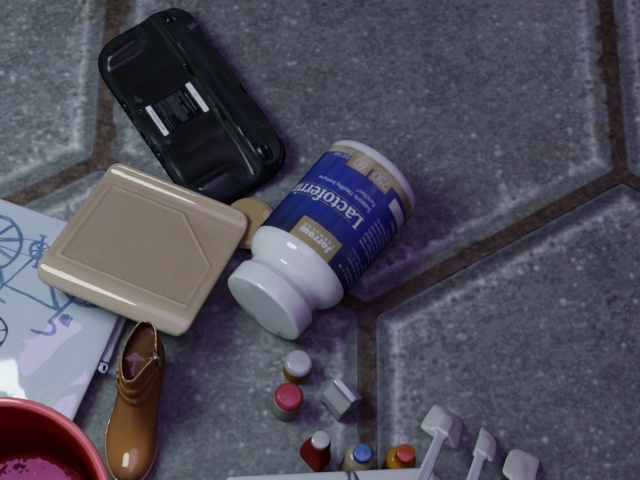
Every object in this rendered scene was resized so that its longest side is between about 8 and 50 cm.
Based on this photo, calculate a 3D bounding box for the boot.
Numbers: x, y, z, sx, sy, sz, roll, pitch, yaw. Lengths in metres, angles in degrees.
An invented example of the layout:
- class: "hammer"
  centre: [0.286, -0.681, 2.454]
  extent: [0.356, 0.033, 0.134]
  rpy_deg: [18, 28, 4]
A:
- class: "boot"
  centre: [-0.243, 0.209, 1.828]
  extent: [0.073, 0.152, 0.197]
  rpy_deg: [5, 66, -4]

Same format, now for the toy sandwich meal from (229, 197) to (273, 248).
- class: "toy sandwich meal"
  centre: [-0.099, -0.022, 2.019]
  extent: [0.085, 0.029, 0.086]
  rpy_deg: [-1, 72, 3]

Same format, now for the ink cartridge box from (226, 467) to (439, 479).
- class: "ink cartridge box"
  centre: [0.017, 0.403, 1.794]
  extent: [0.272, 0.114, 0.197]
  rpy_deg: [-1, 66, -7]

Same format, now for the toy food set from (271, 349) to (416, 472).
- class: "toy food set"
  centre: [0.020, 0.239, 1.872]
  extent: [0.111, 0.104, 0.232]
  rpy_deg: [-36, 75, -20]

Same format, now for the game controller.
- class: "game controller"
  centre: [-0.192, -0.197, 2.076]
  extent: [0.166, 0.067, 0.319]
  rpy_deg: [-34, 73, -4]

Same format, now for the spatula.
- class: "spatula"
  centre: [0.196, 0.301, 1.833]
  extent: [0.168, 0.019, 0.242]
  rpy_deg: [33, 25, 3]

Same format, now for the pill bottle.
- class: "pill bottle"
  centre: [0.000, 0.000, 1.951]
  extent: [0.153, 0.153, 0.265]
  rpy_deg: [36, 67, 9]

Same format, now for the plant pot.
- class: "plant pot"
  centre: [-0.372, 0.335, 1.690]
  extent: [0.274, 0.243, 0.275]
  rpy_deg: [1, 78, -3]

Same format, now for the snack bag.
- class: "snack bag"
  centre: [-0.432, 0.110, 1.916]
  extent: [0.323, 0.037, 0.343]
  rpy_deg: [19, 65, 3]

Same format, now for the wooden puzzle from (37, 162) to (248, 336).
- class: "wooden puzzle"
  centre: [-0.240, 0.013, 1.936]
  extent: [0.221, 0.044, 0.239]
  rpy_deg: [21, 46, 6]
